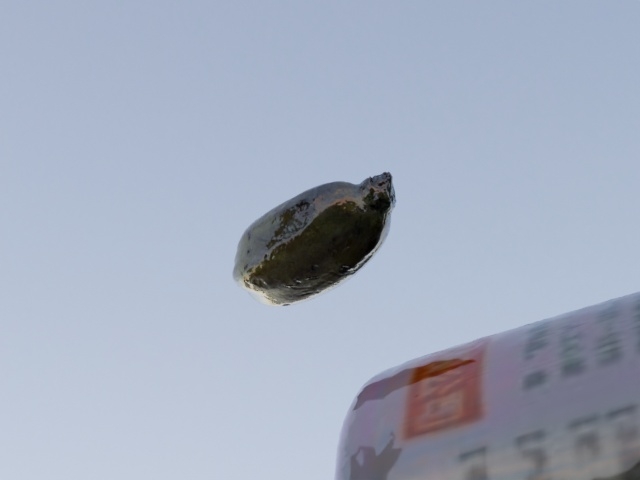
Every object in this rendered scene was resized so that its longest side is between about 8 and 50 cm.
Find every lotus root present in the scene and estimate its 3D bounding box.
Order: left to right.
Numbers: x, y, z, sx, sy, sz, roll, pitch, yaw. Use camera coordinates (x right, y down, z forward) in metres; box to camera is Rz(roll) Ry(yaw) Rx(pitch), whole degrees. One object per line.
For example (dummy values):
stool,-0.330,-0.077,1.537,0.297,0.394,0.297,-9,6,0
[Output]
lotus root,0.000,0.000,0.702,0.099,0.049,0.054,-32,-19,25

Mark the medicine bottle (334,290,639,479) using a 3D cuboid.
medicine bottle,0.219,0.108,0.570,0.388,0.219,0.219,-17,-42,19
